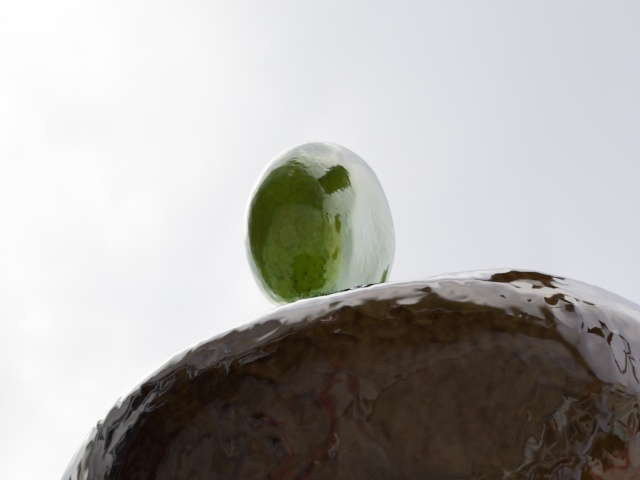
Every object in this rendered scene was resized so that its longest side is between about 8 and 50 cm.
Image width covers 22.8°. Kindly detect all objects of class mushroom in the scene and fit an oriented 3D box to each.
[{"bbox_3d":[0.041,0.147,0.688,0.345,0.345,0.239,-53,-148,10],"label":"mushroom"}]

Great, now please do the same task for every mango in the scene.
[{"bbox_3d":[0.000,-0.007,0.998,0.089,0.163,0.117,1,-97,8],"label":"mango"}]
